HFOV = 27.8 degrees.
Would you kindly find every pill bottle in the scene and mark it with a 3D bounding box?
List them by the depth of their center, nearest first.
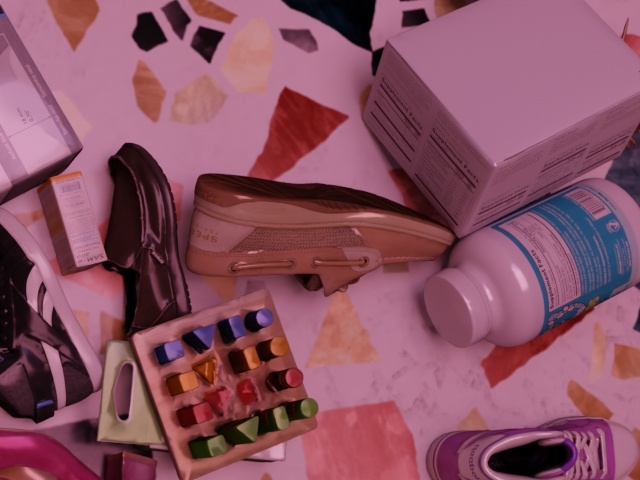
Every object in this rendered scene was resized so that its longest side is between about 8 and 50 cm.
[{"bbox_3d":[0.253,0.034,1.532,0.264,0.146,0.146,-24,91,-25],"label":"pill bottle"}]

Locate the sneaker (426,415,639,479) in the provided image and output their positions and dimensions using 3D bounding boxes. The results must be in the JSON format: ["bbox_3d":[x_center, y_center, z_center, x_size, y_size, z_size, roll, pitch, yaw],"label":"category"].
[{"bbox_3d":[0.283,0.257,1.498,0.282,0.161,0.102,-3,80,-26],"label":"sneaker"}]

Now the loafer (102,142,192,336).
[{"bbox_3d":[-0.194,0.004,1.372,0.078,0.080,0.220,-12,86,-26],"label":"loafer"}]

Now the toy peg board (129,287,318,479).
[{"bbox_3d":[-0.087,0.143,1.326,0.161,0.079,0.160,-19,87,-26],"label":"toy peg board"}]

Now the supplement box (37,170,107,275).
[{"bbox_3d":[-0.261,-0.017,1.357,0.036,0.062,0.098,-16,88,-27],"label":"supplement box"}]

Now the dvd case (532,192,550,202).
[{"bbox_3d":[0.232,-0.089,1.617,0.119,0.013,0.087,0,81,-25],"label":"dvd case"}]

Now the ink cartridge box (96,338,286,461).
[{"bbox_3d":[-0.138,0.172,1.377,0.209,0.062,0.109,10,76,-22],"label":"ink cartridge box"}]

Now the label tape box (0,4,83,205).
[{"bbox_3d":[-0.440,-0.109,1.270,0.334,0.106,0.240,-31,93,-26],"label":"label tape box"}]

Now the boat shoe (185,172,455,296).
[{"bbox_3d":[0.000,0.000,1.445,0.341,0.121,0.110,7,103,-34],"label":"boat shoe"}]

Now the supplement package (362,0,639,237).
[{"bbox_3d":[0.220,-0.165,1.514,0.262,0.145,0.204,-26,65,-26],"label":"supplement package"}]

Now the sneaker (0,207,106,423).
[{"bbox_3d":[-0.316,0.083,1.304,0.121,0.079,0.217,-31,95,-27],"label":"sneaker"}]

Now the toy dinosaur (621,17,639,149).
[{"bbox_3d":[0.426,-0.172,1.703,0.211,0.064,0.112,48,47,-19],"label":"toy dinosaur"}]

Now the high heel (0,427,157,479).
[{"bbox_3d":[-0.276,0.259,1.292,0.244,0.082,0.117,20,63,-33],"label":"high heel"}]
